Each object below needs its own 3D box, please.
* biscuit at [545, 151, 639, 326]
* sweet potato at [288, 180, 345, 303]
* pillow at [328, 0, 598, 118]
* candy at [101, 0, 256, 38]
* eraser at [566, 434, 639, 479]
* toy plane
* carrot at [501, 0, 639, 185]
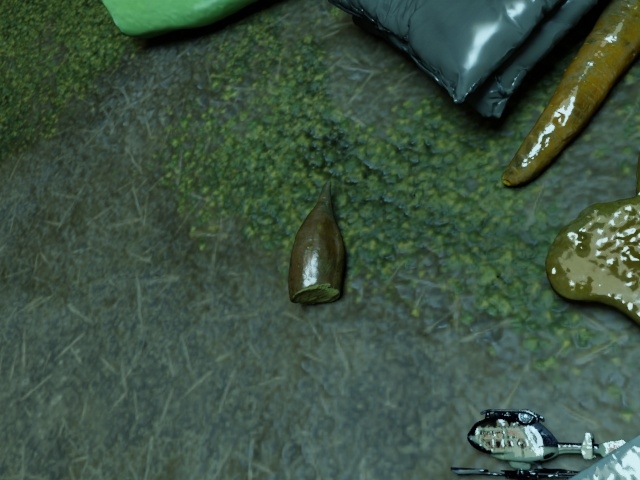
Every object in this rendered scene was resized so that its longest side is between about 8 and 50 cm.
[{"bbox_3d":[0.290,0.055,0.432,0.197,0.049,0.301,-48,54,11],"label":"biscuit"},{"bbox_3d":[0.000,0.000,0.604,0.049,0.049,0.117,-3,66,26],"label":"sweet potato"},{"bbox_3d":[0.171,-0.276,0.587,0.326,0.101,0.228,-47,50,8],"label":"pillow"},{"bbox_3d":[-0.092,-0.330,0.766,0.344,0.132,0.142,-15,104,22],"label":"candy"},{"bbox_3d":[0.131,0.219,0.396,0.352,0.077,0.111,-39,59,13],"label":"eraser"},{"bbox_3d":[0.148,0.141,0.474,0.121,0.031,0.049,-7,70,27],"label":"toy plane"},{"bbox_3d":[0.211,-0.120,0.560,0.047,0.047,0.191,33,90,34],"label":"carrot"}]
